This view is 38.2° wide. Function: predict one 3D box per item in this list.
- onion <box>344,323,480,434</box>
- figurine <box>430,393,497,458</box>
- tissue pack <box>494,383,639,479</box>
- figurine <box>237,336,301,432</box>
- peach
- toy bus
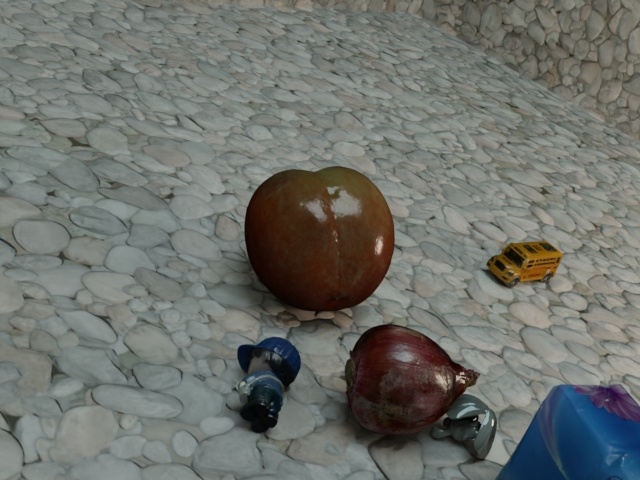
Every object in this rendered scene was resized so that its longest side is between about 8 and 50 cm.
[{"bbox_3d":[0.130,0.197,1.304,0.194,0.160,0.159,4,30,-5],"label":"onion"},{"bbox_3d":[0.213,0.266,1.353,0.086,0.082,0.094,13,13,23],"label":"figurine"},{"bbox_3d":[0.369,0.339,1.177,0.146,0.198,0.263,6,31,-28],"label":"tissue pack"},{"bbox_3d":[-0.075,0.192,1.278,0.086,0.087,0.149,52,19,-22],"label":"figurine"},{"bbox_3d":[0.000,0.000,1.511,0.252,0.253,0.252,16,28,-9],"label":"peach"},{"bbox_3d":[0.415,0.043,1.874,0.162,0.074,0.069,-3,37,-40],"label":"toy bus"}]
